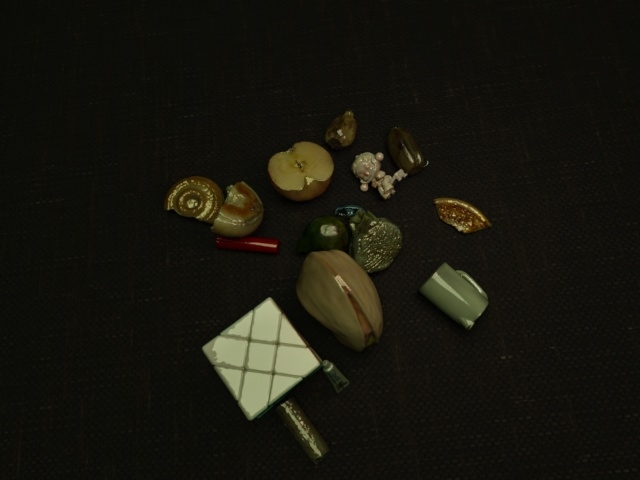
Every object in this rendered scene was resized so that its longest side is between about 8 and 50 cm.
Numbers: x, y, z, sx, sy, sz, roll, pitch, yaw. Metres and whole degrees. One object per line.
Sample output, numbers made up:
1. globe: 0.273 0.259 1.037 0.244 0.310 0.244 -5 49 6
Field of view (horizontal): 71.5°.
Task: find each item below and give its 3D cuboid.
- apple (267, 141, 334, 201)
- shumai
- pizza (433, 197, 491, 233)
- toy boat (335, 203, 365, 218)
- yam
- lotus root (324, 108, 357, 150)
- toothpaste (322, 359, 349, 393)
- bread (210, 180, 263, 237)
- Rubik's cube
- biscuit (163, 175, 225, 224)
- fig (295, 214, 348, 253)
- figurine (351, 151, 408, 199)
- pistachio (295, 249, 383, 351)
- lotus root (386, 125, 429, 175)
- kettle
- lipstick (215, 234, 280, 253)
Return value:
1. apple: -0.092 -0.289 2.000 0.293 0.163 0.251 -22 63 -17
2. shumai: 0.208 0.010 1.913 0.225 0.222 0.260 16 98 -30
3. pizza: 0.620 -0.113 1.964 0.271 0.056 0.134 37 70 13
4. toy boat: 0.134 -0.126 1.991 0.137 0.060 0.060 0 54 -3
5. yam: -0.066 0.737 1.724 0.093 0.093 0.259 -37 75 -8
6. lotus root: 0.105 -0.517 2.078 0.139 0.138 0.213 26 75 10
7. toothpaste: 0.056 0.521 1.711 0.067 0.255 0.037 -40 48 -13
8. bread: -0.351 -0.118 1.947 0.192 0.171 0.313 22 41 -15
9. Rubik's cube: -0.205 0.449 1.703 0.322 0.316 0.318 -38 75 -7
10. biscuit: -0.570 -0.194 2.033 0.275 0.091 0.212 11 76 8
11. fig: 0.000 0.000 1.900 0.245 0.195 0.195 -27 74 4
12. figurine: 0.245 -0.310 1.995 0.257 0.181 0.145 43 64 16
13. pistachio: 0.077 0.232 1.742 0.282 0.365 0.445 -31 101 -13
14. lotus root: 0.386 -0.408 2.033 0.124 0.123 0.240 -11 67 -31
15. kettle: 0.564 0.212 1.825 0.255 0.165 0.240 40 51 13
16. lipstick: -0.323 0.014 1.969 0.280 0.073 0.073 6 74 5
